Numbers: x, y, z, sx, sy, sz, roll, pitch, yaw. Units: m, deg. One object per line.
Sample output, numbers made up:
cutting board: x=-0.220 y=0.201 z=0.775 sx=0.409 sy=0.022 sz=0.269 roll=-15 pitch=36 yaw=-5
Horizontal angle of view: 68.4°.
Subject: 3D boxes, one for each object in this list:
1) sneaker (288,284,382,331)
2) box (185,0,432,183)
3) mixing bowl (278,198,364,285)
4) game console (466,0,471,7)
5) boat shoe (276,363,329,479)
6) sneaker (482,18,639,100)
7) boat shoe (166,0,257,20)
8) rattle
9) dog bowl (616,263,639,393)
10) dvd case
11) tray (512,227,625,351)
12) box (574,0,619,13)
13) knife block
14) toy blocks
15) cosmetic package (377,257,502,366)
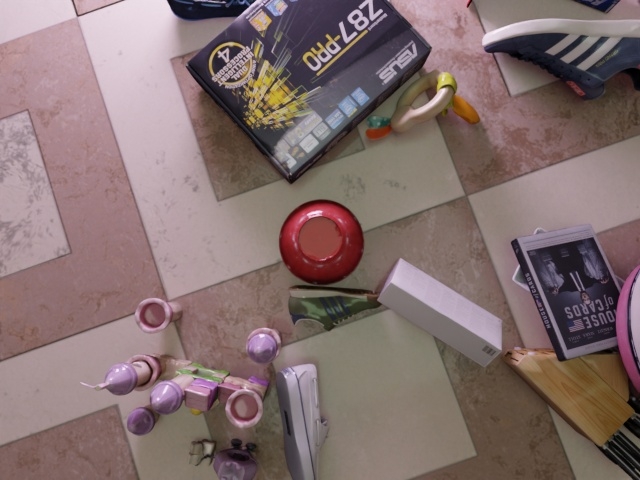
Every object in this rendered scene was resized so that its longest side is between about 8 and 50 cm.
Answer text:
sneaker: x=0.029 y=0.140 z=0.952 sx=0.192 sy=0.064 sz=0.086 roll=4 pitch=94 yaw=2
box: x=-0.024 y=-0.363 z=0.974 sx=0.395 sy=0.097 sz=0.318 roll=-41 pitch=88 yaw=-2
mixing bowl: x=0.000 y=0.000 z=0.943 sx=0.181 sy=0.098 sz=0.182 roll=0 pitch=86 yaw=3
game console: x=0.373 y=-0.548 z=0.953 sx=0.124 sy=0.144 sz=0.085 roll=-1 pitch=86 yaw=1
boat shoe: x=-0.023 y=0.370 z=0.917 sx=0.084 sy=0.095 sz=0.258 roll=-9 pitch=98 yaw=-27
sneaker: x=0.505 y=-0.360 z=0.950 sx=0.349 sy=0.131 sz=0.148 roll=5 pitch=109 yaw=12
boat shoe: x=-0.197 y=-0.520 z=0.990 sx=0.258 sy=0.089 sz=0.109 roll=-17 pitch=89 yaw=4
rattle: x=0.209 y=-0.249 z=0.991 sx=0.199 sy=0.142 sz=0.130 roll=-43 pitch=53 yaw=13
dog bowl: x=0.718 y=0.174 z=0.831 sx=0.407 sy=0.150 sz=0.408 roll=5 pitch=73 yaw=-15
dvd case: x=0.489 y=0.093 z=0.903 sx=0.179 sy=0.030 sz=0.239 roll=-10 pitch=70 yaw=-14
tray: x=0.517 y=0.102 z=0.938 sx=0.270 sy=0.030 sz=0.145 roll=34 pitch=69 yaw=4
box: x=0.549 y=-0.545 z=0.990 sx=0.168 sy=0.059 sz=0.054 roll=24 pitch=87 yaw=3
knife block: x=0.503 y=0.331 z=0.904 sx=0.275 sy=0.088 sz=0.242 roll=-1 pitch=84 yaw=1
toy blocks: x=-0.234 y=0.283 z=0.844 sx=0.288 sy=0.260 sz=0.309 roll=14 pitch=86 yaw=2
cosmetic package: x=0.235 y=0.138 z=0.919 sx=0.239 sy=0.099 sz=0.060 roll=32 pitch=125 yaw=4
